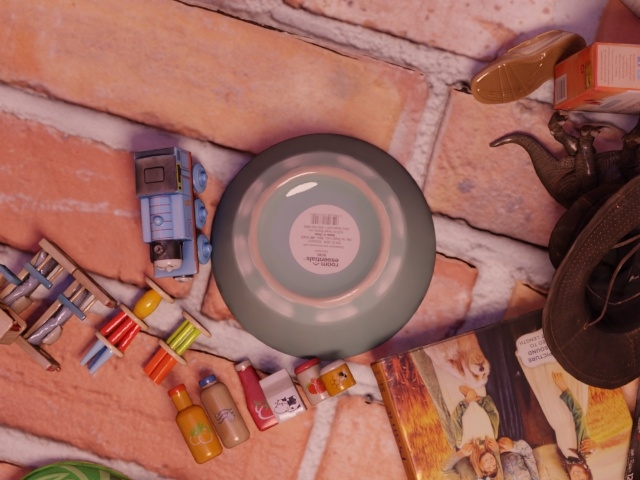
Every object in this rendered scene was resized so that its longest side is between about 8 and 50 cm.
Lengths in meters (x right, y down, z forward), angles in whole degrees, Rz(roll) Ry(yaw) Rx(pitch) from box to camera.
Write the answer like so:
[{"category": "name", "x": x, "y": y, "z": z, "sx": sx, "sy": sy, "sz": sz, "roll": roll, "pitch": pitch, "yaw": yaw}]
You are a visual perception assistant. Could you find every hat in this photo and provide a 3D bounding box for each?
[{"category": "hat", "x": 0.374, "y": 0.023, "z": 1.829, "sx": 0.331, "sy": 0.331, "sz": 0.134, "roll": -46, "pitch": 45, "yaw": -2}]

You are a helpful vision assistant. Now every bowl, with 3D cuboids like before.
[{"category": "bowl", "x": 0.000, "y": 0.000, "z": 1.891, "sx": 0.311, "sy": 0.163, "sz": 0.311, "roll": 0, "pitch": 84, "yaw": 3}]

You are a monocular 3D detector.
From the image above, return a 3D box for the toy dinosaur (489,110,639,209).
[{"category": "toy dinosaur", "x": 0.374, "y": -0.085, "z": 1.904, "sx": 0.313, "sy": 0.121, "sz": 0.160, "roll": 1, "pitch": 118, "yaw": 15}]

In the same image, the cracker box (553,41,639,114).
[{"category": "cracker box", "x": 0.438, "y": -0.205, "z": 1.876, "sx": 0.232, "sy": 0.156, "sz": 0.067, "roll": 2, "pitch": 85, "yaw": -10}]

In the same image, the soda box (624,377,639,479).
[{"category": "soda box", "x": 0.441, "y": 0.250, "z": 1.868, "sx": 0.060, "sy": 0.053, "sz": 0.169, "roll": 31, "pitch": 58, "yaw": -26}]

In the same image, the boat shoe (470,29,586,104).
[{"category": "boat shoe", "x": 0.275, "y": -0.237, "z": 1.955, "sx": 0.170, "sy": 0.059, "sz": 0.063, "roll": -23, "pitch": 120, "yaw": -7}]

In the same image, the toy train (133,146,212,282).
[{"category": "toy train", "x": -0.198, "y": -0.037, "z": 1.921, "sx": 0.080, "sy": 0.105, "sz": 0.184, "roll": -6, "pitch": 83, "yaw": 20}]

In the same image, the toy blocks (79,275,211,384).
[{"category": "toy blocks", "x": -0.239, "y": 0.142, "z": 1.939, "sx": 0.123, "sy": 0.054, "sz": 0.148, "roll": 42, "pitch": 87, "yaw": 5}]

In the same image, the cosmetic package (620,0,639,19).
[{"category": "cosmetic package", "x": 0.410, "y": -0.424, "z": 1.883, "sx": 0.138, "sy": 0.224, "sz": 0.225, "roll": -45, "pitch": 85, "yaw": -3}]

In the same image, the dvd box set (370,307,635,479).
[{"category": "dvd box set", "x": 0.272, "y": 0.313, "z": 1.880, "sx": 0.308, "sy": 0.062, "sz": 0.420, "roll": -16, "pitch": 84, "yaw": -9}]

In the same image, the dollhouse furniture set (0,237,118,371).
[{"category": "dollhouse furniture set", "x": -0.365, "y": 0.084, "z": 1.883, "sx": 0.129, "sy": 0.183, "sz": 0.129, "roll": 42, "pitch": 87, "yaw": 5}]

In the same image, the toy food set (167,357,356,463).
[{"category": "toy food set", "x": -0.077, "y": 0.194, "z": 1.900, "sx": 0.232, "sy": 0.111, "sz": 0.104, "roll": -27, "pitch": 85, "yaw": 2}]

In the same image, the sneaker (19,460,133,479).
[{"category": "sneaker", "x": -0.268, "y": 0.359, "z": 1.886, "sx": 0.295, "sy": 0.123, "sz": 0.109, "roll": 11, "pitch": 86, "yaw": 3}]
